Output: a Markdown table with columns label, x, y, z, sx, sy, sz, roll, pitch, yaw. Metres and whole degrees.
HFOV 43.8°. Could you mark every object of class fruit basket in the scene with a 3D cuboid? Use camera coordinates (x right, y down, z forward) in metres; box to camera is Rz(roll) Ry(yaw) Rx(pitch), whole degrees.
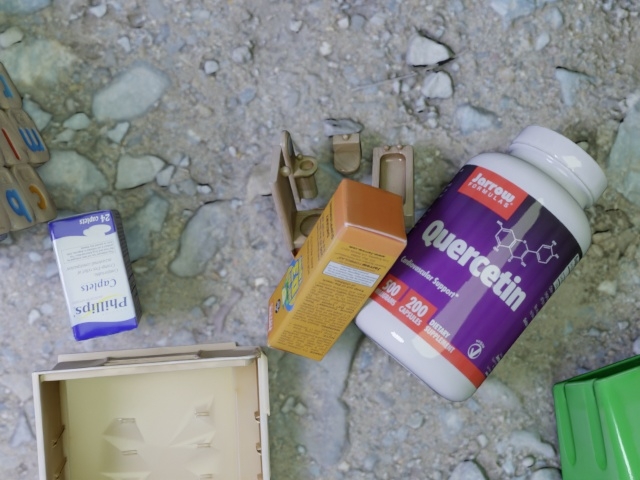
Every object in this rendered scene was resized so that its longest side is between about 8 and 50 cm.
| label | x | y | z | sx | sy | sz | roll | pitch | yaw |
| --- | --- | --- | --- | --- | --- | --- | --- | --- | --- |
| fruit basket | 0.508 | 0.300 | 0.968 | 0.392 | 0.283 | 0.392 | 1 | 78 | -4 |

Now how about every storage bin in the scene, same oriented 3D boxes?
| label | x | y | z | sx | sy | sz | roll | pitch | yaw |
| --- | --- | --- | --- | --- | --- | --- | --- | --- | --- |
| storage bin | -0.186 | 0.264 | 0.941 | 0.260 | 0.123 | 0.262 | -3 | 92 | -8 |

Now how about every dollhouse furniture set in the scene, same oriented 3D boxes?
| label | x | y | z | sx | sy | sz | roll | pitch | yaw |
| --- | --- | --- | --- | --- | --- | --- | --- | --- | --- |
| dollhouse furniture set | 0.031 | -0.083 | 0.934 | 0.151 | 0.123 | 0.144 | -2 | 52 | 9 |

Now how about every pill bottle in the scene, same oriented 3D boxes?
| label | x | y | z | sx | sy | sz | roll | pitch | yaw |
| --- | --- | --- | --- | --- | --- | --- | --- | --- | --- |
| pill bottle | 0.196 | 0.022 | 0.962 | 0.181 | 0.181 | 0.323 | 40 | 86 | -8 |

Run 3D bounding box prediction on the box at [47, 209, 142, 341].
| label | x | y | z | sx | sy | sz | roll | pitch | yaw |
| --- | --- | --- | --- | --- | --- | --- | --- | --- | --- |
| box | -0.257 | 0.037 | 0.919 | 0.072 | 0.126 | 0.137 | -13 | 94 | -9 |

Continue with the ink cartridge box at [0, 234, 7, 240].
| label | x | y | z | sx | sy | sz | roll | pitch | yaw |
| --- | --- | --- | --- | --- | --- | --- | --- | --- | --- |
| ink cartridge box | -0.413 | -0.057 | 0.786 | 0.065 | 0.332 | 0.165 | -26 | 94 | -7 |

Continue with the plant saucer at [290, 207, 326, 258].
| label | x | y | z | sx | sy | sz | roll | pitch | yaw |
| --- | --- | --- | --- | --- | --- | --- | --- | --- | --- |
| plant saucer | 0.000 | 0.000 | 1.015 | 0.083 | 0.013 | 0.084 | 0 | 92 | -8 |

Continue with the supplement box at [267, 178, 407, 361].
| label | x | y | z | sx | sy | sz | roll | pitch | yaw |
| --- | --- | --- | --- | --- | --- | --- | --- | --- | --- |
| supplement box | 0.012 | 0.041 | 0.915 | 0.080 | 0.078 | 0.233 | 15 | 133 | -16 |

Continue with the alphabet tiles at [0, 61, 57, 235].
| label | x | y | z | sx | sy | sz | roll | pitch | yaw |
| --- | --- | --- | --- | --- | --- | --- | --- | --- | --- |
| alphabet tiles | -0.373 | -0.134 | 0.817 | 0.021 | 0.284 | 0.278 | -26 | 95 | 8 |
